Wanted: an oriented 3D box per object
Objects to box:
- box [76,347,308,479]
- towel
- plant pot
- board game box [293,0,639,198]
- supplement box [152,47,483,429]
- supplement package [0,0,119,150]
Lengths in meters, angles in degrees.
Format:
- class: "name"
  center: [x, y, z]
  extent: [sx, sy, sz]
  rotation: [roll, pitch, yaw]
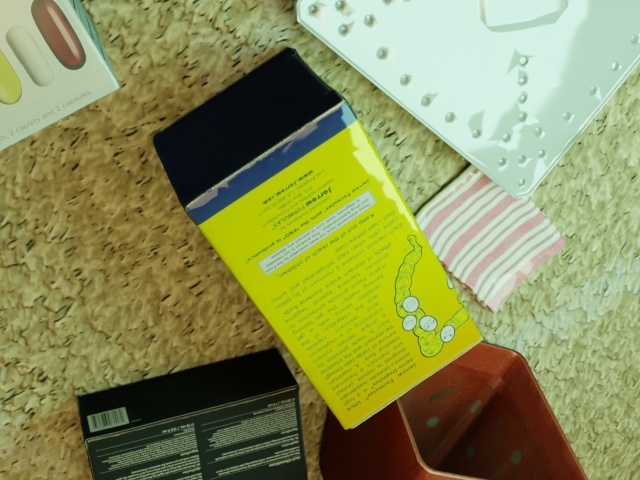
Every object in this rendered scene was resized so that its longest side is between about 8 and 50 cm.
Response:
- class: "box"
  center: [-0.156, 0.262, 1.285]
  extent: [0.261, 0.103, 0.184]
  rotation: [-12, 116, -14]
- class: "towel"
  center: [0.218, -0.007, 1.326]
  extent: [0.144, 0.029, 0.197]
  rotation: [-45, 122, 5]
- class: "plant pot"
  center: [0.142, 0.289, 1.332]
  extent: [0.267, 0.267, 0.236]
  rotation: [17, 122, -26]
- class: "board game box"
  center: [0.219, -0.299, 1.152]
  extent: [0.390, 0.050, 0.390]
  rotation: [34, 99, -29]
- class: "supplement box"
  center: [0.000, 0.000, 1.153]
  extent: [0.195, 0.194, 0.357]
  rotation: [-33, 123, -1]
- class: "supplement package"
  center: [-0.343, -0.168, 0.935]
  extent: [0.261, 0.204, 0.145]
  rotation: [-29, 121, -3]
